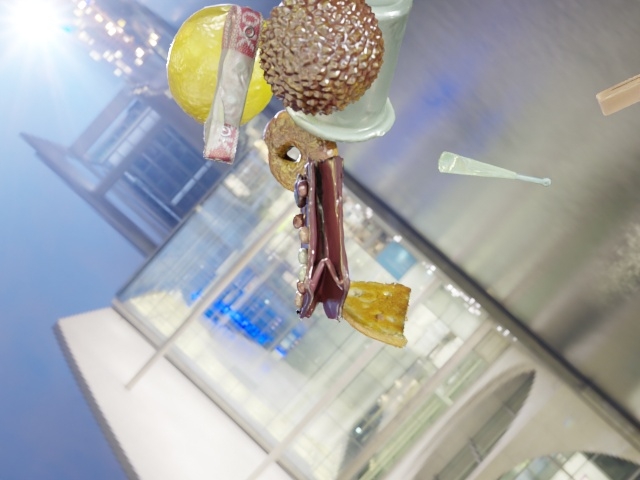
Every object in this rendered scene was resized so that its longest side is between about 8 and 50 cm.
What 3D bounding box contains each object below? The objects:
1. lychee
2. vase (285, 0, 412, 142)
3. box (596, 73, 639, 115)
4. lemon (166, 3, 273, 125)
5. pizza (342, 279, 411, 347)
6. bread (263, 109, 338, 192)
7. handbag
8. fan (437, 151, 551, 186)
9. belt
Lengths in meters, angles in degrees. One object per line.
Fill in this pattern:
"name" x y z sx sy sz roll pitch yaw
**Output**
"lychee" -0.003 -0.265 1.134 0.188 0.188 0.188 42 -178 -2
"vase" 0.060 -0.378 1.591 0.245 0.245 0.291 44 142 27
"box" 0.576 -0.277 1.507 0.048 0.115 0.025 48 -155 -42
"lemon" -0.166 -0.299 1.388 0.192 0.231 0.192 15 -142 -13
"pizza" 0.093 0.108 1.304 0.178 0.131 0.041 26 130 32
"bread" -0.045 -0.186 1.709 0.193 0.193 0.064 43 -144 14
"handbag" -0.003 0.000 1.190 0.203 0.074 0.216 103 164 -71
"fan" 0.297 -0.117 1.385 0.193 0.038 0.016 13 -164 7
"belt" -0.130 -0.228 1.186 0.053 0.232 0.071 12 177 -27
